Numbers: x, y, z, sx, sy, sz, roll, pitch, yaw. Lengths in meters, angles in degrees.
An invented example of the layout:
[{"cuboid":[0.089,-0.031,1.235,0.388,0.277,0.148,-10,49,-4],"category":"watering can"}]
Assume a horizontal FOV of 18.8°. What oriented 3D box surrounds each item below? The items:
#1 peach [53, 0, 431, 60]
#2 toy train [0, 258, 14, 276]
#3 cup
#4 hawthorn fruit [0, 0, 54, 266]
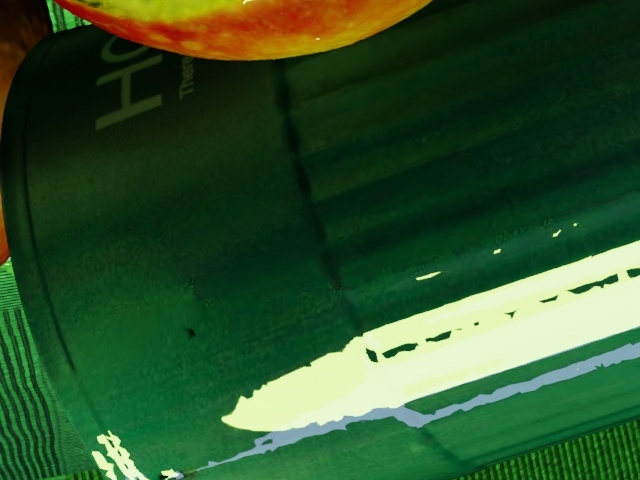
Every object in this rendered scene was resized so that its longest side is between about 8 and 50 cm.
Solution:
[{"cuboid":[-0.031,-0.154,0.660,0.192,0.190,0.190,-6,165,-31],"category":"peach"},{"cuboid":[-0.252,-0.018,1.204,0.251,0.085,0.119,-2,172,-40],"category":"toy train"},{"cuboid":[0.063,-0.030,0.836,0.292,0.242,0.308,-19,-172,22],"category":"cup"},{"cuboid":[-0.207,-0.041,0.870,0.196,0.226,0.196,-9,173,-1],"category":"hawthorn fruit"}]
